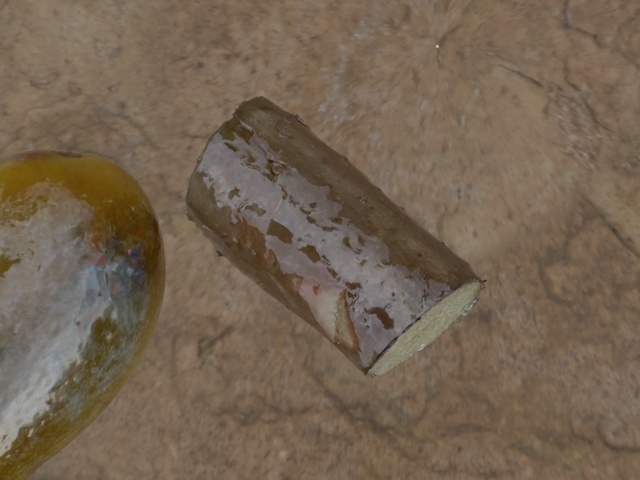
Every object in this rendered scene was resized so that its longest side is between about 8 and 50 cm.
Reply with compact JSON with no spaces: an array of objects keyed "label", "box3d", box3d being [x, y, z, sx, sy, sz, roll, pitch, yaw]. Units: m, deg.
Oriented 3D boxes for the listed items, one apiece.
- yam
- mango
[{"label":"yam","box3d":[0.001,-0.001,0.794,0.238,0.129,0.128,42,60,19]},{"label":"mango","box3d":[-0.232,0.079,0.755,0.193,0.146,0.316,35,79,-40]}]
